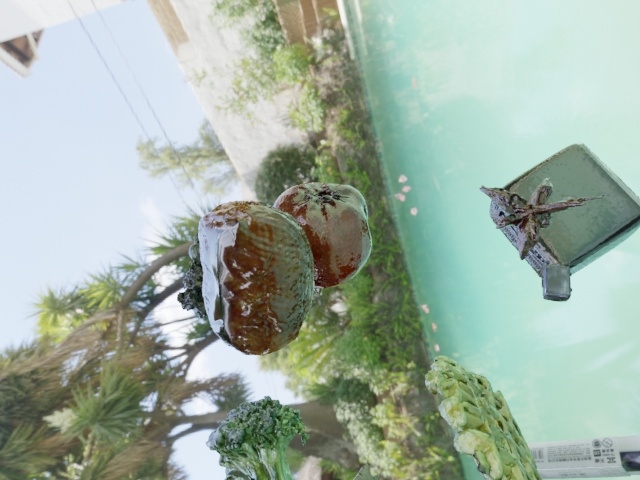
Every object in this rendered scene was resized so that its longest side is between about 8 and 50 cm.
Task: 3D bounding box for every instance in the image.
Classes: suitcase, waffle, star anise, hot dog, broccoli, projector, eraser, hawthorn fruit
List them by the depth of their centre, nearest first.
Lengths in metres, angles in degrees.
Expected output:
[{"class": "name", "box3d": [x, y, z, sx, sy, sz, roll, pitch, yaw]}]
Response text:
[{"class": "hot dog", "box3d": [-0.090, 0.045, 0.691, 0.099, 0.160, 0.227, -74, -10, -58]}, {"class": "waffle", "box3d": [0.276, 0.319, 0.808, 0.297, 0.073, 0.317, 34, -152, -59]}, {"class": "hawthorn fruit", "box3d": [0.000, 0.000, 0.842, 0.169, 0.169, 0.188, -96, 9, -54]}, {"class": "star anise", "box3d": [0.392, -0.060, 0.922, 0.144, 0.140, 0.158, 94, 159, -77]}, {"class": "broccoli", "box3d": [-0.117, 0.436, 0.936, 0.177, 0.198, 0.275, 27, -140, -44]}, {"class": "suitcase", "box3d": [0.758, 0.133, 1.655, 0.059, 0.086, 0.126, 68, -151, -62]}, {"class": "eraser", "box3d": [0.848, 0.701, 1.659, 0.096, 0.404, 0.098, 44, -138, -31]}, {"class": "projector", "box3d": [0.911, -0.095, 1.939, 0.395, 0.405, 0.242, 57, -179, 23]}]

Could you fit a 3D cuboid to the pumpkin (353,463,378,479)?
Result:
[{"class": "pumpkin", "box3d": [0.105, 0.864, 1.630, 0.130, 0.254, 0.149, 37, -173, 19]}]

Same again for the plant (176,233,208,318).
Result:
[{"class": "plant", "box3d": [-0.220, 0.059, 0.971, 0.087, 0.085, 0.174, 62, -146, -76]}]
